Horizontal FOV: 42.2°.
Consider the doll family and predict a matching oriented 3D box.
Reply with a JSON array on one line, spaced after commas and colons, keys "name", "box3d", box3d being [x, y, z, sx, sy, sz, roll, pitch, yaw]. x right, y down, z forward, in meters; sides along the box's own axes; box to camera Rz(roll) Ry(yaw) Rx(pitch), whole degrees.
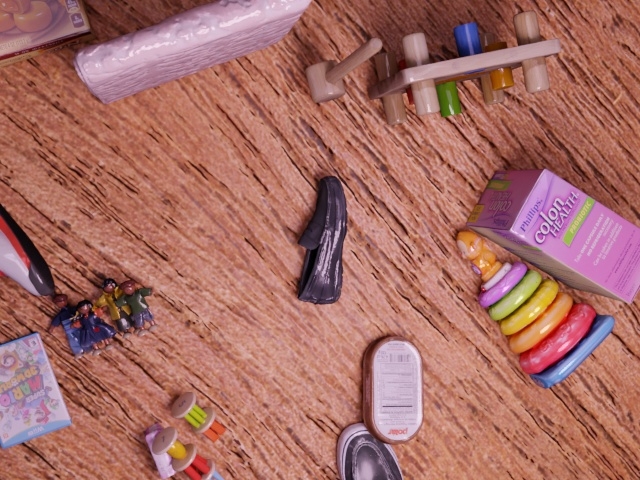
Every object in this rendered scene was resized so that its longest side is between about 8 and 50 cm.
[{"name": "doll family", "box3d": [-0.362, 0.120, 1.368, 0.192, 0.076, 0.111, -25, 102, -4]}]

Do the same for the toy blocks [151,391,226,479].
[{"name": "toy blocks", "box3d": [-0.202, 0.347, 1.407, 0.148, 0.054, 0.123, 50, 48, -29]}]

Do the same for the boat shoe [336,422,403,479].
[{"name": "boat shoe", "box3d": [0.107, 0.474, 1.450, 0.113, 0.105, 0.307, -11, 95, -9]}]

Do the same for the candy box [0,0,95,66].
[{"name": "candy box", "box3d": [-0.496, -0.449, 1.302, 0.182, 0.087, 0.317, -19, 97, -8]}]

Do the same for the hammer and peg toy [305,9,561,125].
[{"name": "hammer and peg toy", "box3d": [0.172, -0.260, 1.334, 0.361, 0.266, 0.128, -13, 96, -9]}]

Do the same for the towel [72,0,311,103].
[{"name": "towel", "box3d": [-0.194, -0.295, 1.247, 0.331, 0.317, 0.054, -22, 97, -8]}]

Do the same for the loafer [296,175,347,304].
[{"name": "loafer", "box3d": [0.000, 0.000, 1.417, 0.078, 0.076, 0.223, 2, 97, -17]}]

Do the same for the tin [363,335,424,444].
[{"name": "tin", "box3d": [0.128, 0.261, 1.454, 0.106, 0.040, 0.190, 2, 80, -13]}]

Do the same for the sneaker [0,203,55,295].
[{"name": "sneaker", "box3d": [-0.555, 0.010, 1.322, 0.145, 0.090, 0.270, -37, 95, -4]}]

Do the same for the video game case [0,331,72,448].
[{"name": "video game case", "box3d": [-0.500, 0.250, 1.382, 0.119, 0.015, 0.166, -19, 97, -8]}]

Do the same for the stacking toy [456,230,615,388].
[{"name": "stacking toy", "box3d": [0.345, 0.098, 1.456, 0.166, 0.175, 0.302, -44, 88, -3]}]

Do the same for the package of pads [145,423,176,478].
[{"name": "package of pads", "box3d": [-0.271, 0.357, 1.408, 0.031, 0.050, 0.083, -21, 96, -7]}]

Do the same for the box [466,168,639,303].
[{"name": "box", "box3d": [0.407, -0.012, 1.414, 0.242, 0.213, 0.117, 29, 89, -9]}]
